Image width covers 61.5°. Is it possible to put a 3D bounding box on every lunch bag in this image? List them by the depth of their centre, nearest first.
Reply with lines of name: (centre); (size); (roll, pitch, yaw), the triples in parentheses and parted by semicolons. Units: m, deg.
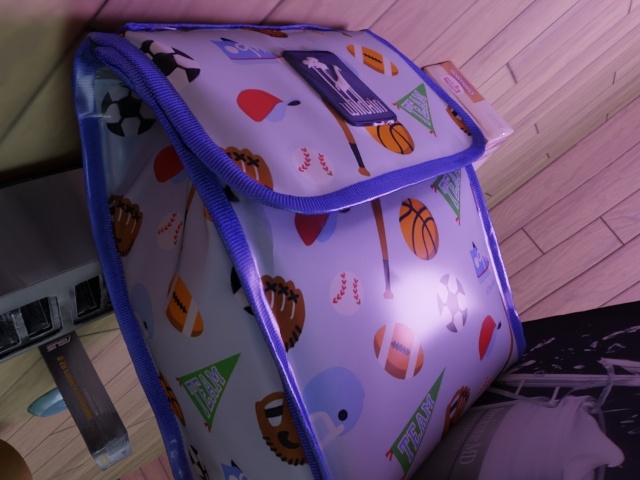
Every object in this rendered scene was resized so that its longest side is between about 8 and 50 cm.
lunch bag: (0.000, 0.000, 0.478); (0.239, 0.385, 0.328); (-12, -173, 43)

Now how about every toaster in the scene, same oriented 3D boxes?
toaster: (-0.255, 0.019, 0.496); (0.168, 0.110, 0.185); (-26, 162, -33)

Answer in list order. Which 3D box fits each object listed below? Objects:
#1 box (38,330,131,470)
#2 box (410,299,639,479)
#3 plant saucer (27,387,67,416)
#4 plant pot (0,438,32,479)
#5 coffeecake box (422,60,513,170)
box: (-0.369, 0.261, 0.857); (0.056, 0.183, 0.231); (-26, 164, -28)
box: (0.198, 0.289, 0.525); (0.472, 0.297, 0.480); (-19, -177, 39)
plant saucer: (-0.497, 0.306, 1.036); (0.119, 0.021, 0.119); (-33, 165, -10)
plant pot: (-0.628, 0.459, 0.894); (0.237, 0.237, 0.254); (-45, 175, 35)
coffeecake box: (0.173, -0.150, 0.819); (0.068, 0.142, 0.185); (-25, 162, -35)
